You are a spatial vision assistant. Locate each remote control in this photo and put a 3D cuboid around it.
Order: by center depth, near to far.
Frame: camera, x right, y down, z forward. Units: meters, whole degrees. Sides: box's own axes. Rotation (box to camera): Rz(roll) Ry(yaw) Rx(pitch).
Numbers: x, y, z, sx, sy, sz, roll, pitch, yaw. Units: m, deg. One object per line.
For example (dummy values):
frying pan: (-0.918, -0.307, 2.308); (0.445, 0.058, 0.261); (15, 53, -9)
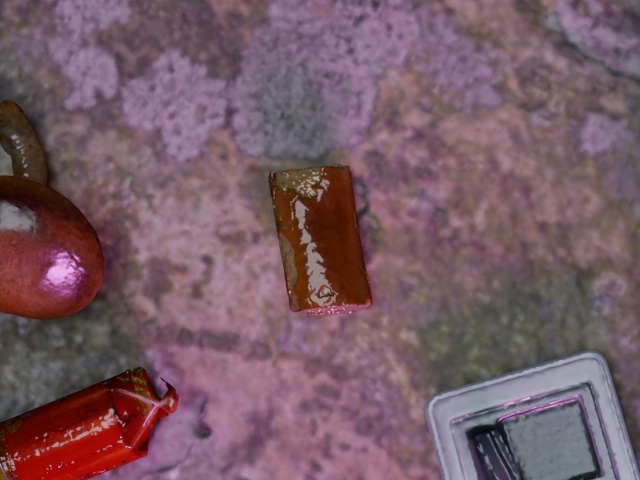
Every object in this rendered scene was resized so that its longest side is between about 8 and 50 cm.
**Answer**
remote control: (0.141, 0.210, 1.008); (0.103, 0.051, 0.293); (-17, 80, 10)

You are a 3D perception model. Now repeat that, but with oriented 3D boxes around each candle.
candle: (-0.139, 0.111, 1.074); (0.131, 0.052, 0.052); (-24, 82, 9)

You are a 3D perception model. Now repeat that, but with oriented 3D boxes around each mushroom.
mushroom: (-0.176, -0.015, 1.080); (0.088, 0.073, 0.129); (-30, 75, 43)

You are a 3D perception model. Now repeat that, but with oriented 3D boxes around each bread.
bread: (0.000, 0.000, 1.058); (0.047, 0.036, 0.083); (-10, 83, 3)
